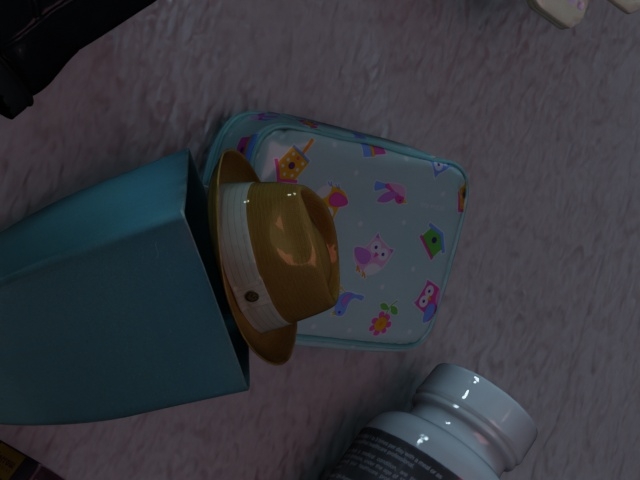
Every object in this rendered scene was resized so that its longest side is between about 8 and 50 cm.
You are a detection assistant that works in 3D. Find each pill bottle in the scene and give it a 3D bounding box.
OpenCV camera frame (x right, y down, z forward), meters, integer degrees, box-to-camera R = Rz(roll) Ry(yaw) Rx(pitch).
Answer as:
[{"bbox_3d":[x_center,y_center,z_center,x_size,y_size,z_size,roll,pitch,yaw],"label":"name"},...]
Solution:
[{"bbox_3d":[0.082,0.287,1.512,0.318,0.176,0.176,-52,123,-17],"label":"pill bottle"}]

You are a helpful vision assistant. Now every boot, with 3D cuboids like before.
[{"bbox_3d":[-0.249,-0.251,1.227,0.207,0.094,0.246,-46,128,-17],"label":"boot"}]

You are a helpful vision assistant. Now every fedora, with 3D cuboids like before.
[{"bbox_3d":[-0.030,0.009,1.258,0.194,0.079,0.194,-12,90,-75],"label":"fedora"}]

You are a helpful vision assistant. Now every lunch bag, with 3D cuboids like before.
[{"bbox_3d":[0.000,0.000,1.446,0.279,0.108,0.224,10,98,-35],"label":"lunch bag"}]

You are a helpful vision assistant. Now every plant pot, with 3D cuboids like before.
[{"bbox_3d":[-0.196,0.053,1.243,0.234,0.165,0.165,-17,112,3],"label":"plant pot"}]

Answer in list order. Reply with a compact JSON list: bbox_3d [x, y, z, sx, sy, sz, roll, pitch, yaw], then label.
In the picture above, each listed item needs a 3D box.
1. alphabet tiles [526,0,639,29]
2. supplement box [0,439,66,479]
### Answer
[{"bbox_3d":[0.250,-0.368,1.513,0.278,0.021,0.284,28,73,-28],"label":"alphabet tiles"},{"bbox_3d":[-0.292,0.277,1.282,0.081,0.104,0.188,44,71,-32],"label":"supplement box"}]
